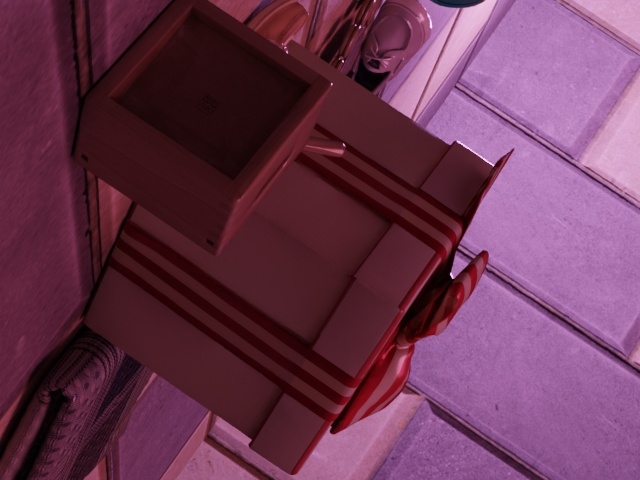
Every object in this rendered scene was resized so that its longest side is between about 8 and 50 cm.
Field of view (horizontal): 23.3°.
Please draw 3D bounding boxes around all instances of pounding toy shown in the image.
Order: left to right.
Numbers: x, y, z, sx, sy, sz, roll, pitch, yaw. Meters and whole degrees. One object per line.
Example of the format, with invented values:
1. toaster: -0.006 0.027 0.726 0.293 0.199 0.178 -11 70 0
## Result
1. pounding toy: -0.060 -0.071 0.974 0.141 0.130 0.100 -53 175 -32

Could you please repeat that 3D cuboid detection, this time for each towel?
1. towel: -0.223 0.155 1.461 0.324 0.056 0.312 -62 176 36

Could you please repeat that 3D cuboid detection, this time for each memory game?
1. memory game: 0.022 -0.183 1.627 0.186 0.012 0.186 -63 178 -4

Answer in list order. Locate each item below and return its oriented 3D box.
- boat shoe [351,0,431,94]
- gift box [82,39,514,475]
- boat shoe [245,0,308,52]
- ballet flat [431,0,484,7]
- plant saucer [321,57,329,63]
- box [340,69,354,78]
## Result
1. boat shoe: 0.072 -0.219 1.785 0.063 0.066 0.184 -55 -175 -23
2. gift box: 0.000 0.000 1.304 0.276 0.258 0.255 -50 173 -44
3. boat shoe: -0.052 -0.118 1.178 0.170 0.059 0.063 -53 175 -30
4. ballet flat: 0.172 -0.383 1.414 0.147 0.147 0.409 -52 177 -39
5. plant saucer: -0.015 -0.151 1.610 0.083 0.013 0.083 -55 175 -8
6. box: 0.004 -0.152 1.765 0.067 0.018 0.083 -53 174 -34
